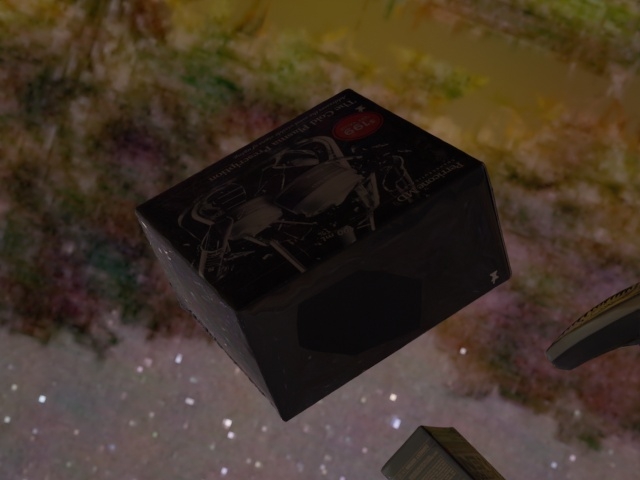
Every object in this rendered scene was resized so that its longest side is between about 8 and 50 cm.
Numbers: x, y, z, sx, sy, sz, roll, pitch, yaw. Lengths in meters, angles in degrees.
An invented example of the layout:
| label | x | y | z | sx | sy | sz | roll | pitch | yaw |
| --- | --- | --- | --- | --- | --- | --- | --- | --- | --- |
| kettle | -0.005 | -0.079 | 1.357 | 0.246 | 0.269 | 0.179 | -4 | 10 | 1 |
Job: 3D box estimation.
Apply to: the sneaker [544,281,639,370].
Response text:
| label | x | y | z | sx | sy | sz | roll | pitch | yaw |
| --- | --- | --- | --- | --- | --- | --- | --- | --- | --- |
| sneaker | 0.310 | 0.089 | 0.966 | 0.118 | 0.222 | 0.083 | 61 | -155 | 3 |

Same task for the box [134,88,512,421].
| label | x | y | z | sx | sy | sz | roll | pitch | yaw |
| --- | --- | --- | --- | --- | --- | --- | --- | --- | --- |
| box | 0.000 | 0.000 | 1.391 | 0.343 | 0.179 | 0.312 | -31 | -143 | -16 |

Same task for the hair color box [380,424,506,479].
| label | x | y | z | sx | sy | sz | roll | pitch | yaw |
| --- | --- | --- | --- | --- | --- | --- | --- | --- | --- |
| hair color box | 0.290 | 0.480 | 1.877 | 0.374 | 0.113 | 0.185 | 45 | -170 | 24 |
